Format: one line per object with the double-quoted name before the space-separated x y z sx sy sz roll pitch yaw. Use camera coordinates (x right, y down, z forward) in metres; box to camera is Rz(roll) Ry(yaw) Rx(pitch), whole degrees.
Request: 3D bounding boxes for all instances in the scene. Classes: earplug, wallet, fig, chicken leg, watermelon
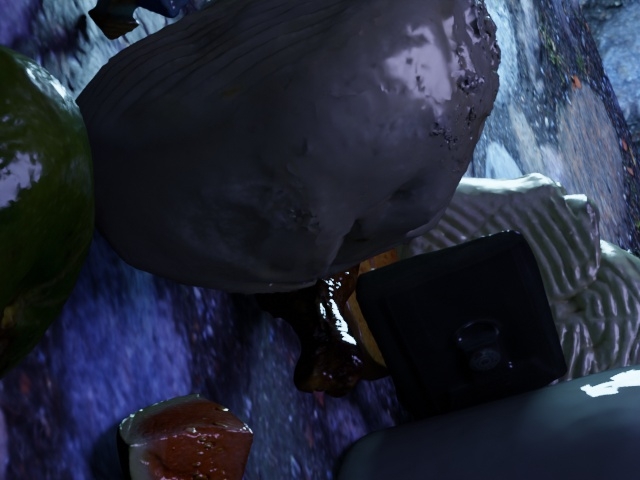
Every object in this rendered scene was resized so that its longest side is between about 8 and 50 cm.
"earplug" 0.250 0.280 1.517 0.312 0.394 0.312 52 28 -43
"wallet" 0.133 0.086 1.563 0.245 0.169 0.052 65 10 -50
"fig" -0.248 -0.039 0.932 0.235 0.203 0.203 34 18 12
"chicken leg" 0.000 0.000 1.457 0.096 0.158 0.407 14 42 -13
"watermelon" -0.089 0.147 1.206 0.125 0.094 0.135 50 24 -27

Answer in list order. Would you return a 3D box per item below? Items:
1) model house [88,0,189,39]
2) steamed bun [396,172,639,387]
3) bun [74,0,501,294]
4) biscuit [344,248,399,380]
"model house" -0.151 -0.225 1.319 0.148 0.119 0.148 1 109 -39
"steamed bun" 0.216 0.079 1.789 0.206 0.275 0.320 60 13 -71
"bun" -0.021 -0.077 1.239 0.326 0.362 0.234 -30 105 -24
"biscuit" 0.018 -0.024 1.673 0.202 0.047 0.333 26 50 -60
